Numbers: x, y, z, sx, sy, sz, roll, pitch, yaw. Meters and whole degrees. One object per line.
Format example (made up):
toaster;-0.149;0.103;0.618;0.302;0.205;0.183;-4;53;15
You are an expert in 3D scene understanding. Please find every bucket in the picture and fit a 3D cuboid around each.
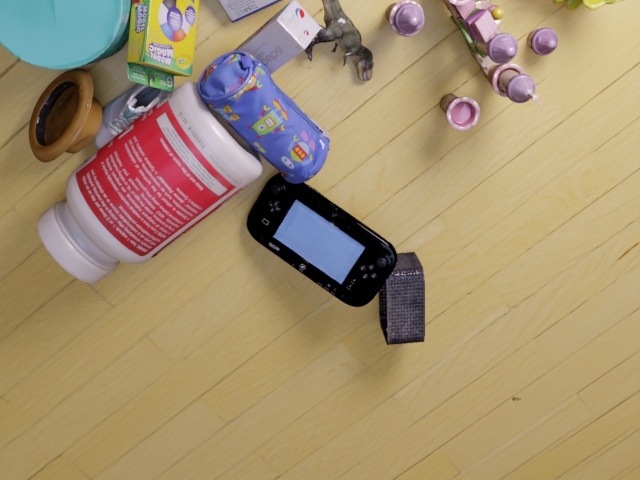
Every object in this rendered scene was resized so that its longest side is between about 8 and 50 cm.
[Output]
bucket;-0.461;-0.438;1.343;0.282;0.183;0.281;-2;111;-4

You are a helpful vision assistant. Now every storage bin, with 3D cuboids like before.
storage bin;0.177;0.126;1.650;0.085;0.122;0.180;-4;111;-3

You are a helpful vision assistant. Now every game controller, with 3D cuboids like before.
game controller;0.000;0.000;1.568;0.319;0.067;0.166;35;104;7

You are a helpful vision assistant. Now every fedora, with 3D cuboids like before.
fedora;-0.481;-0.233;1.455;0.194;0.194;0.079;-48;142;12

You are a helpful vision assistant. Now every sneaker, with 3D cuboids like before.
sneaker;-0.374;-0.251;1.471;0.080;0.094;0.212;41;103;-19

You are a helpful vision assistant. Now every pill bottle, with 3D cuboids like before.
pill bottle;-0.334;-0.102;1.460;0.408;0.229;0.229;-36;110;8

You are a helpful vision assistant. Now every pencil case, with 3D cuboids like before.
pencil case;-0.094;-0.229;1.425;0.133;0.119;0.306;-33;139;15

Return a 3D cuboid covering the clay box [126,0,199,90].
clay box;-0.285;-0.392;1.375;0.053;0.127;0.221;7;93;31

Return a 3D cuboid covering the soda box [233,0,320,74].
soda box;-0.098;-0.356;1.400;0.074;0.216;0.069;43;57;-19

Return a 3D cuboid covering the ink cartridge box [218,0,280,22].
ink cartridge box;-0.127;-0.535;1.362;0.224;0.045;0.224;-16;127;24

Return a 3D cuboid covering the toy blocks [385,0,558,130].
toy blocks;0.317;-0.390;1.391;0.309;0.260;0.288;-33;110;8

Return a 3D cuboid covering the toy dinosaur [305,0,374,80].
toy dinosaur;0.015;-0.399;1.438;0.118;0.064;0.268;-22;144;11

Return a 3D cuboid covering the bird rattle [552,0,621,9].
bird rattle;0.490;-0.554;1.378;0.207;0.143;0.253;3;104;-22
